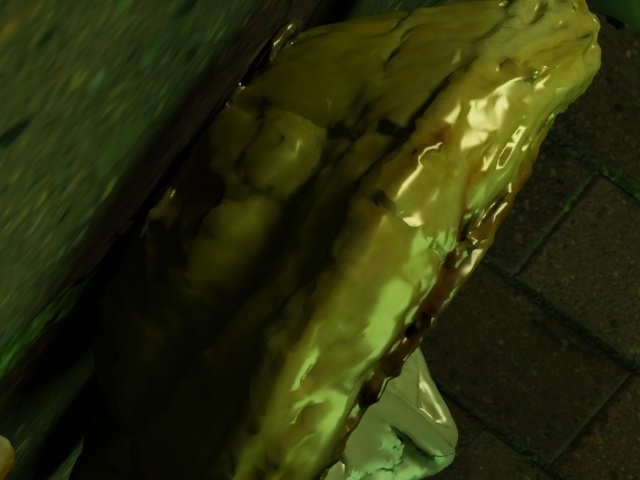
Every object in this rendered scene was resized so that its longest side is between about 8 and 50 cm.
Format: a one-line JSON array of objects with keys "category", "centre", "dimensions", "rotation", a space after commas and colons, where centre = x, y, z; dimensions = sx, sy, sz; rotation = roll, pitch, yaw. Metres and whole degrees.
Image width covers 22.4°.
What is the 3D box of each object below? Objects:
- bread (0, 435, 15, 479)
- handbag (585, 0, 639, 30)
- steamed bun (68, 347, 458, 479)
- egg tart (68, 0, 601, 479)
[{"category": "bread", "centre": [-0.112, 0.072, 0.356], "dimensions": [0.109, 0.043, 0.062], "rotation": [-51, 179, -23]}, {"category": "handbag", "centre": [0.208, -0.266, 0.820], "dimensions": [0.315, 0.109, 0.241], "rotation": [-56, 168, 4]}, {"category": "steamed bun", "centre": [-0.037, 0.090, 0.864], "dimensions": [0.218, 0.144, 0.211], "rotation": [-21, 177, -29]}, {"category": "egg tart", "centre": [0.000, 0.000, 0.645], "dimensions": [0.290, 0.115, 0.290], "rotation": [-55, 178, -3]}]
